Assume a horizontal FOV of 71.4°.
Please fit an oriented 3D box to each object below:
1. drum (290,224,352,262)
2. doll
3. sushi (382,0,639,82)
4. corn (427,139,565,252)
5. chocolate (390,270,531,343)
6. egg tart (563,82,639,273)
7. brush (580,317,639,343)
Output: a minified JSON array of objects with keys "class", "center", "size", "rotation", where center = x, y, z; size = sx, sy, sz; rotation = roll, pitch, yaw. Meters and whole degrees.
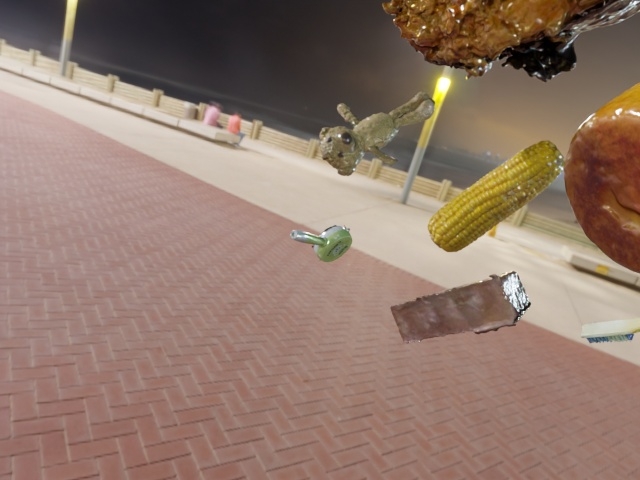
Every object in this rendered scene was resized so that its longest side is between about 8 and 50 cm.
[{"class":"drum","center":[-0.010,0.015,1.245],"size":[0.253,0.130,0.049],"rotation":[-5,48,-47]},{"class":"doll","center":[0.137,-0.252,1.042],"size":[0.285,0.203,0.091],"rotation":[-4,-13,-6]},{"class":"sushi","center":[0.290,-0.337,0.615],"size":[0.348,0.234,0.207],"rotation":[-8,18,41]},{"class":"corn","center":[0.271,-0.065,0.697],"size":[0.080,0.231,0.080],"rotation":[42,23,-22]},{"class":"chocolate","center":[0.317,0.153,1.018],"size":[0.112,0.112,0.321],"rotation":[-15,-9,-41]},{"class":"egg tart","center":[0.312,-0.057,0.375],"size":[0.147,0.203,0.202],"rotation":[-22,23,-6]},{"class":"brush","center":[0.500,0.140,0.699],"size":[0.033,0.030,0.178],"rotation":[-36,4,-35]}]
